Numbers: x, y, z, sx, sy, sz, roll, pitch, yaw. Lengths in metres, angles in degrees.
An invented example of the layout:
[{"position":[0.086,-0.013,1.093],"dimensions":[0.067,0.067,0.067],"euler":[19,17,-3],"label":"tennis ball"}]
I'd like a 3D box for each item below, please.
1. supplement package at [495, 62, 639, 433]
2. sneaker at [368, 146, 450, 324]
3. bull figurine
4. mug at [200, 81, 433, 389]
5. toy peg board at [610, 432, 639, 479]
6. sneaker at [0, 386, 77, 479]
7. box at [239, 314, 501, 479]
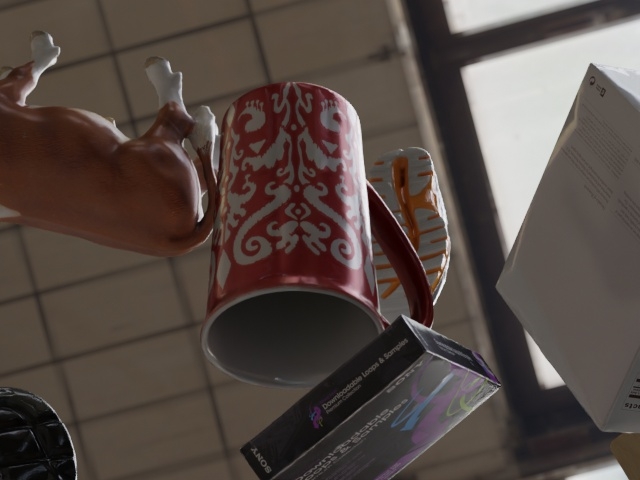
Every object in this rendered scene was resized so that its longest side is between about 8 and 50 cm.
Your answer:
[{"position":[0.262,0.009,1.310],"dimensions":[0.194,0.149,0.203],"euler":[59,-45,52],"label":"supplement package"},{"position":[0.086,0.007,1.650],"dimensions":[0.215,0.084,0.083],"euler":[-82,160,-47],"label":"sneaker"},{"position":[-0.223,-0.075,1.424],"dimensions":[0.101,0.310,0.188],"euler":[105,4,-50],"label":"bull figurine"},{"position":[-0.010,0.002,1.129],"dimensions":[0.150,0.113,0.169],"euler":[44,34,-45],"label":"mug"},{"position":[0.368,0.201,1.549],"dimensions":[0.079,0.160,0.161],"euler":[8,47,-53],"label":"toy peg board"},{"position":[-0.176,0.225,1.145],"dimensions":[0.267,0.101,0.106],"euler":[67,-32,34],"label":"sneaker"},{"position":[0.033,0.099,1.002],"dimensions":[0.029,0.116,0.162],"euler":[53,9,23],"label":"box"}]
